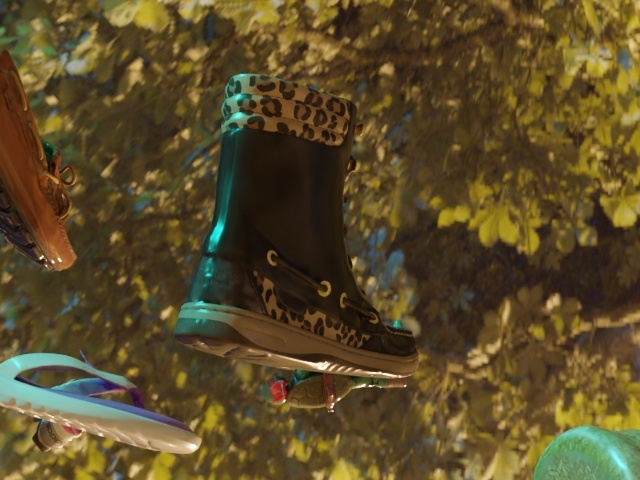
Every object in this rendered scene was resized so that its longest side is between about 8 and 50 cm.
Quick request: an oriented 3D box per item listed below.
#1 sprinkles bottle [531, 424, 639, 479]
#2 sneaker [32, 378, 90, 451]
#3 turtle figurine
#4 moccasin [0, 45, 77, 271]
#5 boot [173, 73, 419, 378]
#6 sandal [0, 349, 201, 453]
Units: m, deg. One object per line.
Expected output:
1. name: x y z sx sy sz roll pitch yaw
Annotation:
1. sprinkles bottle: 0.305 0.163 0.668 0.356 0.121 0.121 2 -57 -20
2. sneaker: -0.384 0.261 1.662 0.075 0.170 0.063 -33 -77 7
3. turtle figurine: 0.002 0.179 1.560 0.234 0.118 0.175 -8 -25 -8
4. moccasin: -0.433 -0.109 1.639 0.139 0.147 0.380 21 -39 39
5. boot: 0.000 0.000 1.223 0.138 0.377 0.284 -1 -101 38
6. sandal: -0.353 0.190 1.509 0.416 0.169 0.102 14 -104 11
